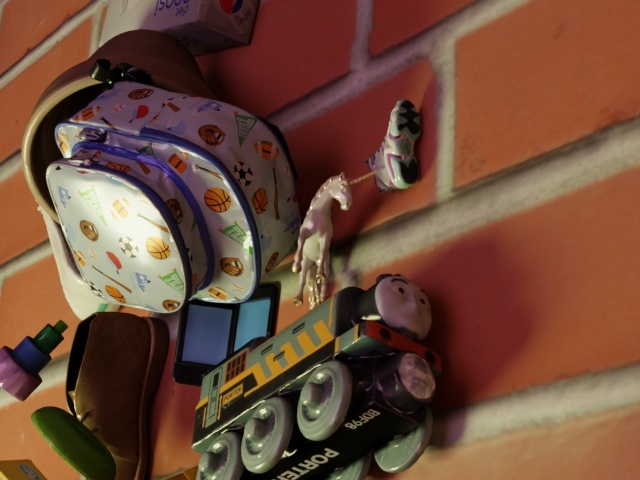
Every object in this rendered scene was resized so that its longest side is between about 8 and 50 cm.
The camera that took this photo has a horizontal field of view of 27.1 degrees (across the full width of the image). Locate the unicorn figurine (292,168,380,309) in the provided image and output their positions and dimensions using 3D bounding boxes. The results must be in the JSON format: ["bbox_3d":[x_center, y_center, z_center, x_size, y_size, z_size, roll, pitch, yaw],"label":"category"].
[{"bbox_3d":[0.000,0.000,1.412,0.162,0.060,0.111,125,159,-56],"label":"unicorn figurine"}]

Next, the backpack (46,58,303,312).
[{"bbox_3d":[-0.159,-0.045,1.495,0.263,0.276,0.213,4,41,28],"label":"backpack"}]

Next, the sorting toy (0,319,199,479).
[{"bbox_3d":[-0.241,0.225,1.572,0.126,0.127,0.365,-46,67,-3],"label":"sorting toy"}]

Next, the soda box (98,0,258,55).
[{"bbox_3d":[-0.198,-0.314,1.838,0.286,0.091,0.098,1,76,55],"label":"soda box"}]

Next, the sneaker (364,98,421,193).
[{"bbox_3d":[0.071,-0.097,1.402,0.069,0.038,0.098,-18,61,50],"label":"sneaker"}]

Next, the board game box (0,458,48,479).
[{"bbox_3d":[-0.343,0.457,1.638,0.316,0.064,0.242,34,105,37],"label":"board game box"}]

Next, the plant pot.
[{"bbox_3d":[-0.237,-0.155,1.720,0.263,0.263,0.229,-52,21,28],"label":"plant pot"}]

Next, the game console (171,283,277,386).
[{"bbox_3d":[-0.112,0.108,1.548,0.071,0.107,0.122,120,158,-72],"label":"game console"}]

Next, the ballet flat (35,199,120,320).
[{"bbox_3d":[-0.355,-0.039,1.925,0.139,0.139,0.400,-52,40,28],"label":"ballet flat"}]

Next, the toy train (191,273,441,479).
[{"bbox_3d":[-0.011,0.161,1.327,0.334,0.142,0.190,-38,37,40],"label":"toy train"}]

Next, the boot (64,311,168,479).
[{"bbox_3d":[-0.282,0.240,1.692,0.112,0.115,0.305,-7,72,50],"label":"boot"}]
